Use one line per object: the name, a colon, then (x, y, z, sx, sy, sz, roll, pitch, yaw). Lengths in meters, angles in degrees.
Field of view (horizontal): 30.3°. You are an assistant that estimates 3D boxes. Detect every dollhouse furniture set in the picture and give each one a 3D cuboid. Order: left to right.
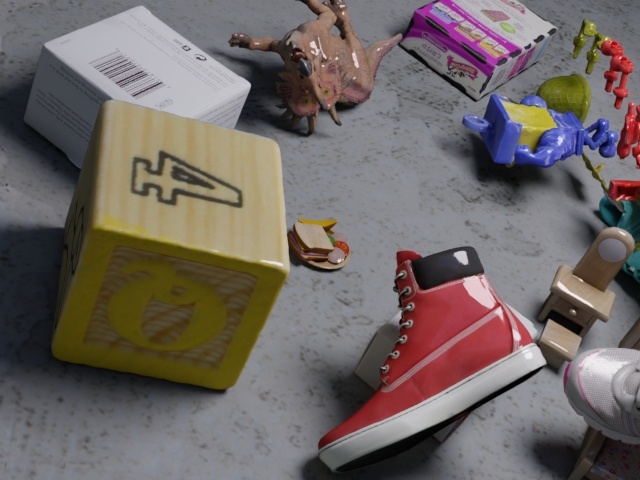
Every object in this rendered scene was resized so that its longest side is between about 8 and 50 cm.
dollhouse furniture set: (0.371, 0.175, 1.300, 0.303, 0.174, 0.355, 30, 38, 5)

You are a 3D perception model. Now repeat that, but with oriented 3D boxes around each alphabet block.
alphabet block: (-0.152, 0.005, 1.182, 0.193, 0.192, 0.197, 11, 42, -16)

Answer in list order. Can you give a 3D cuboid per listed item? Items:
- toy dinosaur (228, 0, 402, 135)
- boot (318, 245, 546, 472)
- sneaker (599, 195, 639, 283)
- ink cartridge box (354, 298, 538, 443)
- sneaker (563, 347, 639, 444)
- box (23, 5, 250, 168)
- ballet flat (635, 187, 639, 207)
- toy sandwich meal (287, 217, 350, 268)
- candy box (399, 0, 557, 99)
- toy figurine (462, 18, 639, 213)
toy dinosaur: (0.014, -0.230, 1.603, 0.295, 0.127, 0.200, -1, 52, -47)
boot: (0.079, 0.112, 1.189, 0.244, 0.088, 0.176, -29, 74, -7)
sneaker: (0.437, 0.026, 1.588, 0.110, 0.107, 0.275, 3, 36, 1)
ink cartridge box: (0.142, 0.123, 1.308, 0.127, 0.072, 0.175, 38, 40, 15)
sneaker: (0.380, 0.161, 1.222, 0.252, 0.111, 0.103, 13, 64, 11)
box: (-0.214, -0.162, 1.388, 0.181, 0.119, 0.182, 37, 39, 13)
ballet flat: (0.480, -0.052, 1.454, 0.124, 0.116, 0.342, 52, 4, -29)
toy sandwich meal: (0.000, 0.000, 1.400, 0.085, 0.029, 0.085, 16, 40, -14)
candy box: (0.254, -0.324, 1.874, 0.159, 0.071, 0.233, 39, 41, 15)
toy figurine: (0.303, -0.190, 1.658, 0.217, 0.191, 0.362, 2, 30, -7)
